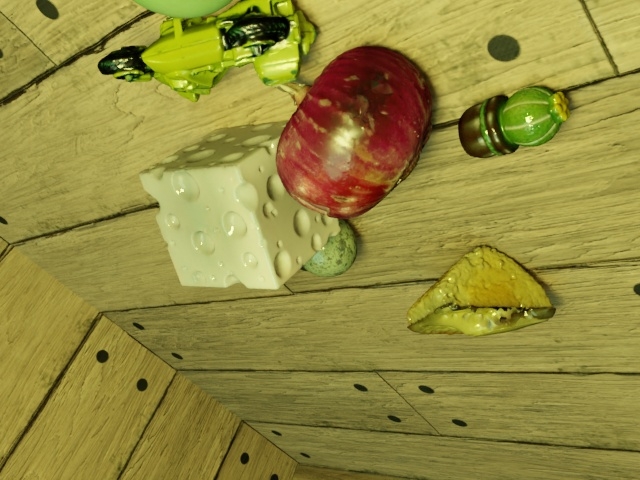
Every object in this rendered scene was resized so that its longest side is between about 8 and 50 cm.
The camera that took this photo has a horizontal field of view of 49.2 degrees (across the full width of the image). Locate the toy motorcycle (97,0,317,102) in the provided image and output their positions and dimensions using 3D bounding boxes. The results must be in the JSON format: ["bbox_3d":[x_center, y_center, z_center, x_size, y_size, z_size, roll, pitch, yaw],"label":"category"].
[{"bbox_3d":[-0.174,-0.302,1.126,0.343,0.206,0.142,-6,106,26],"label":"toy motorcycle"}]

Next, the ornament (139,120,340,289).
[{"bbox_3d":[-0.142,-0.070,1.310,0.239,0.240,0.239,-1,116,33],"label":"ornament"}]

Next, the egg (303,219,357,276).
[{"bbox_3d":[0.000,0.000,1.484,0.172,0.132,0.132,46,145,-8],"label":"egg"}]

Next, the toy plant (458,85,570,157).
[{"bbox_3d":[0.293,-0.180,1.054,0.162,0.092,0.093,-13,132,44],"label":"toy plant"}]

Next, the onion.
[{"bbox_3d":[0.049,-0.172,1.099,0.273,0.256,0.230,11,163,-7],"label":"onion"}]

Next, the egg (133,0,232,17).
[{"bbox_3d":[-0.203,-0.423,0.911,0.220,0.220,0.269,-6,133,40],"label":"egg"}]

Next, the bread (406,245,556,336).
[{"bbox_3d":[0.312,0.118,1.425,0.262,0.162,0.204,8,150,-16],"label":"bread"}]
